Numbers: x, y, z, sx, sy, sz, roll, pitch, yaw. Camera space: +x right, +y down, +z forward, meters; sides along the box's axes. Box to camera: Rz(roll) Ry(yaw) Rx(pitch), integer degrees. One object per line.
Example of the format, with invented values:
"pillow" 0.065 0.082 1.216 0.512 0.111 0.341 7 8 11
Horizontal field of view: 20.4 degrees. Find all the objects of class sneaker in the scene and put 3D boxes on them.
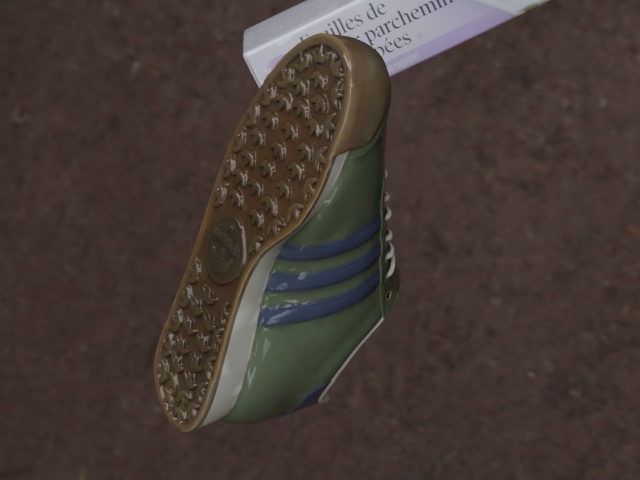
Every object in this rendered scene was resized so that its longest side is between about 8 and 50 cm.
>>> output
"sneaker" 0.000 0.000 0.760 0.064 0.086 0.192 51 125 42

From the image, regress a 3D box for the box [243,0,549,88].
"box" 0.102 -0.182 1.247 0.324 0.063 0.067 -25 20 7
